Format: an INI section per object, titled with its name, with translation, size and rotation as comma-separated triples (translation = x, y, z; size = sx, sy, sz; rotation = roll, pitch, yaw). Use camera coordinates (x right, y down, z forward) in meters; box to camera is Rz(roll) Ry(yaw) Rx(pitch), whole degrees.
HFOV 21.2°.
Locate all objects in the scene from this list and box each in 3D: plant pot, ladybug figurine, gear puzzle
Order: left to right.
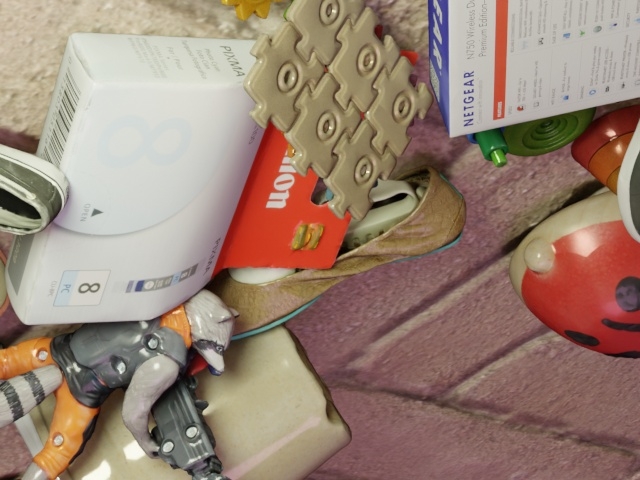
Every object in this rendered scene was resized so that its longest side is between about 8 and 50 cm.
[plant pot]
translation = -0.142, 0.227, 2.076
size = 0.305, 0.334, 0.334
rotation = -31, 151, 0
[gear puzzle]
translation = -0.013, -0.166, 1.617
size = 0.175, 0.044, 0.339
rotation = -59, 139, -16
[ladybug figurine]
translation = 0.445, 0.050, 2.238
size = 0.449, 0.162, 0.305
rotation = 2, 146, -33

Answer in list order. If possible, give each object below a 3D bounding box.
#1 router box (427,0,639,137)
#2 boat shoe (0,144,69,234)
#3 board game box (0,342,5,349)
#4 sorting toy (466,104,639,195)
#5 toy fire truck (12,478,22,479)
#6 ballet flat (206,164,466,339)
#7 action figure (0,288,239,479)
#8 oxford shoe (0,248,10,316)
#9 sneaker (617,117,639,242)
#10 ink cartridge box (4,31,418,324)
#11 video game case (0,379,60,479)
[router box]
translation = 0.254, -0.260, 1.605
size = 0.301, 0.082, 0.335
rotation = -12, 144, -5
[boat shoe]
translation = -0.343, -0.062, 1.570
size = 0.219, 0.070, 0.077
rotation = 15, 122, 5
[board game box]
translation = -0.451, 0.135, 1.957
size = 0.194, 0.060, 0.194
rotation = -27, 150, 16
[sorting toy]
translation = 0.286, -0.094, 1.931
size = 0.365, 0.126, 0.127
rotation = 11, 140, -44
[toy fire truck]
translation = -0.484, 0.444, 2.406
size = 0.302, 0.169, 0.254
rotation = -8, 126, -20
[ballet flat]
translation = 0.000, 0.000, 1.958
size = 0.342, 0.116, 0.124
rotation = -21, 131, 3
[action figure]
translation = -0.223, 0.172, 1.833
size = 0.330, 0.341, 0.178
rotation = -33, 153, -4
[oxford shoe]
translation = -0.509, 0.048, 1.740
size = 0.397, 0.140, 0.146
rotation = -1, 178, -38
[sneaker]
translation = 0.417, -0.080, 1.853
size = 0.104, 0.147, 0.295
rotation = -21, 138, -30
[ink cartridge box]
translation = -0.100, -0.055, 1.727
size = 0.385, 0.091, 0.308
rotation = 0, 131, -28
[video game case]
translation = -0.318, 0.263, 2.059
size = 0.023, 0.212, 0.193
rotation = -30, 166, -3
